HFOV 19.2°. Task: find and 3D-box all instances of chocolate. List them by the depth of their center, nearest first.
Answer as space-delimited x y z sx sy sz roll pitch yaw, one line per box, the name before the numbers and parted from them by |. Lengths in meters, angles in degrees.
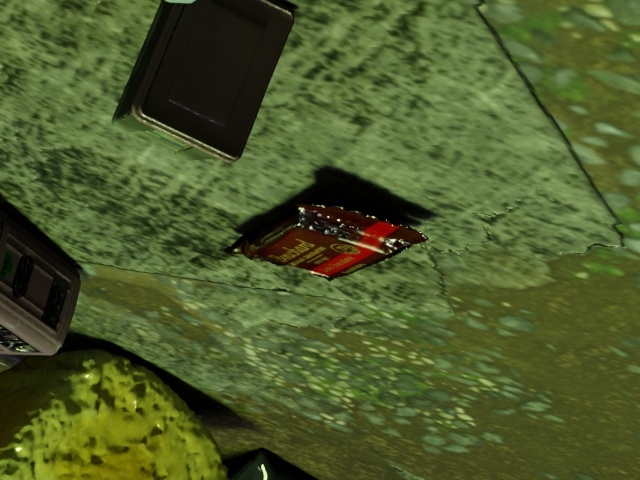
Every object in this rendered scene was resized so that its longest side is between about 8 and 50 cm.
chocolate | 0.000 0.000 1.182 0.086 0.028 0.182 16 163 -15

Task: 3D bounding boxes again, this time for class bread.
bread | -0.228 0.179 1.687 0.262 0.163 0.204 5 171 -39

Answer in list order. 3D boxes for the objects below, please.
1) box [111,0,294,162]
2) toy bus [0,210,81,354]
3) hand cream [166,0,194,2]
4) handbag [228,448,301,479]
box | -0.061 -0.084 0.934 0.060 0.085 0.063 24 168 -18
toy bus | -0.254 0.020 1.385 0.098 0.087 0.178 6 160 26
hand cream | -0.080 -0.160 0.800 0.065 0.043 0.171 12 157 19
handbag | -0.070 0.327 1.903 0.211 0.089 0.254 32 113 -35
